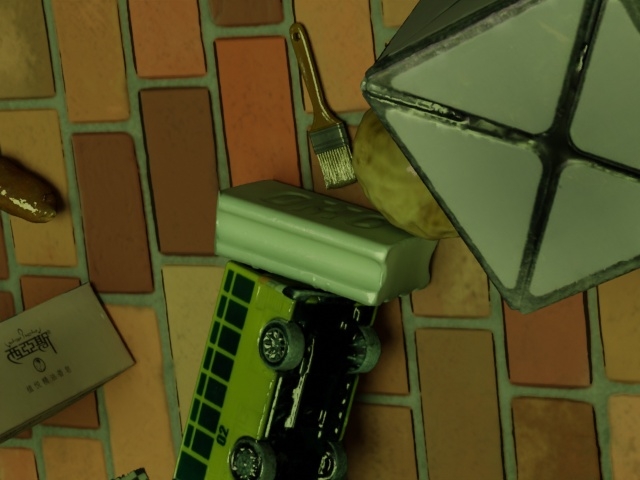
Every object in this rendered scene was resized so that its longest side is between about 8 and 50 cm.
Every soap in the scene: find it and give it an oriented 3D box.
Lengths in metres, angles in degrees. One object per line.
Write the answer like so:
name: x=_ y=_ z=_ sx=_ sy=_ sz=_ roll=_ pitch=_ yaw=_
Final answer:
soap: x=0.000 y=0.000 z=1.831 sx=0.198 sy=0.119 sz=0.066 roll=18 pitch=105 yaw=26

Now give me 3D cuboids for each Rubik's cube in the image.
Rubik's cube: x=0.225 y=-0.133 z=1.545 sx=0.255 sy=0.259 sz=0.260 roll=-27 pitch=110 yaw=32

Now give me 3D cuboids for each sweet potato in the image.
sweet potato: x=-0.363 y=-0.068 z=2.073 sx=0.195 sy=0.056 sz=0.056 roll=25 pitch=115 yaw=28

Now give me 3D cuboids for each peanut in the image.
peanut: x=0.101 y=-0.074 z=1.761 sx=0.159 sy=0.109 sz=0.140 roll=40 pitch=109 yaw=30

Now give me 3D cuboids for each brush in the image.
brush: x=-0.001 y=-0.134 z=1.861 sx=0.043 sy=0.014 sz=0.170 roll=-15 pitch=94 yaw=34

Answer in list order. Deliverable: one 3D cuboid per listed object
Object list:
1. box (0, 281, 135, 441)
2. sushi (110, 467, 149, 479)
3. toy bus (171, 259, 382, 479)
box: x=-0.365 y=0.164 z=2.001 sx=0.203 sy=0.274 sz=0.116 roll=-31 pitch=88 yaw=34
sushi: x=-0.252 y=0.351 z=2.128 sx=0.201 sy=0.031 sz=0.139 roll=-25 pitch=90 yaw=33
toy bus: x=-0.048 y=0.159 z=1.862 sx=0.150 sy=0.128 sz=0.262 roll=25 pitch=104 yaw=46
